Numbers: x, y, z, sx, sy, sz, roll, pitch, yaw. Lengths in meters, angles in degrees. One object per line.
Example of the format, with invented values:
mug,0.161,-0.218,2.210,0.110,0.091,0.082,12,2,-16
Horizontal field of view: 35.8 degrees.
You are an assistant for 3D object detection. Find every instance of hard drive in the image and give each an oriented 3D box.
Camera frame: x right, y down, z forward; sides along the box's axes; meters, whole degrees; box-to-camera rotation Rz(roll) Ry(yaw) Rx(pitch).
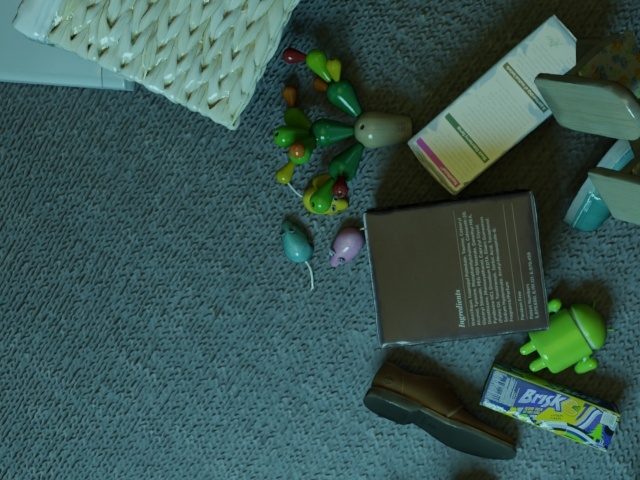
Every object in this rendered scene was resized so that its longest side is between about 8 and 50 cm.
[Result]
hard drive,-0.426,-0.340,1.392,0.353,0.047,0.233,6,94,11

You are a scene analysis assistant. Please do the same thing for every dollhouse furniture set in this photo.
dollhouse furniture set,0.502,-0.123,1.023,0.362,0.256,0.394,-40,114,-9

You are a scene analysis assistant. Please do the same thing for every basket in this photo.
basket,-0.155,-0.335,1.182,0.266,0.328,0.331,25,96,-10

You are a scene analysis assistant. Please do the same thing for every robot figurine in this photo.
robot figurine,0.312,0.124,1.262,0.115,0.067,0.101,-32,78,11

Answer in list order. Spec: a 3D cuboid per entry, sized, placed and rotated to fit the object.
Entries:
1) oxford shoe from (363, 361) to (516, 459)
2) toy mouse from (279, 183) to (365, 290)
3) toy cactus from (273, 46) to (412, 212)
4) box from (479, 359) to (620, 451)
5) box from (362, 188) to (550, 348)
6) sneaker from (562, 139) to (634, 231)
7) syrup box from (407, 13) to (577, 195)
oxford shoe,0.166,0.221,1.298,0.212,0.076,0.076,27,58,-1
toy mouse,0.000,0.000,1.334,0.161,0.031,0.143,16,96,10
toy cactus,0.028,-0.150,1.289,0.180,0.112,0.219,-2,74,-4
box,0.294,0.211,1.274,0.169,0.059,0.054,21,98,9
box,0.165,0.031,1.227,0.203,0.168,0.167,-7,93,5
sneaker,0.432,-0.107,1.206,0.121,0.108,0.302,44,98,10
syrup box,0.229,-0.165,1.250,0.237,0.093,0.096,-40,85,11
